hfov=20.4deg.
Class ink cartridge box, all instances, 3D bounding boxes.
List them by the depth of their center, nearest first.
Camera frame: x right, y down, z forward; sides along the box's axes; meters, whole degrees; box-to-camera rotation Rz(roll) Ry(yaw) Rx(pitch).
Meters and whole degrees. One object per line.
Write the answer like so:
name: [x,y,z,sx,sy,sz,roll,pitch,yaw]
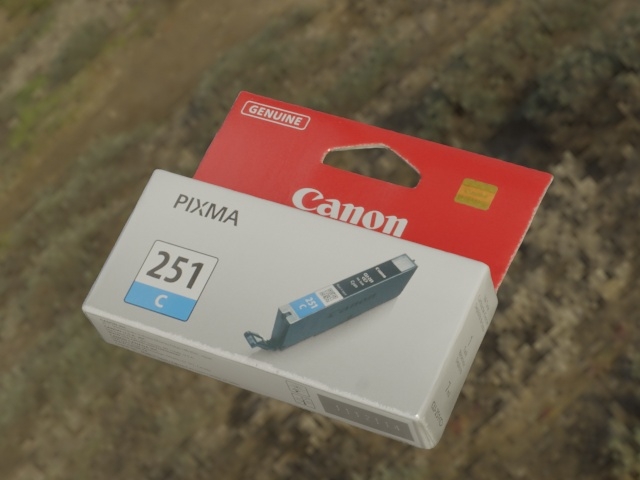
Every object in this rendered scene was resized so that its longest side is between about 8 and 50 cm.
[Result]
ink cartridge box: [0.000,0.000,1.405,0.296,0.066,0.261,16,65,22]
